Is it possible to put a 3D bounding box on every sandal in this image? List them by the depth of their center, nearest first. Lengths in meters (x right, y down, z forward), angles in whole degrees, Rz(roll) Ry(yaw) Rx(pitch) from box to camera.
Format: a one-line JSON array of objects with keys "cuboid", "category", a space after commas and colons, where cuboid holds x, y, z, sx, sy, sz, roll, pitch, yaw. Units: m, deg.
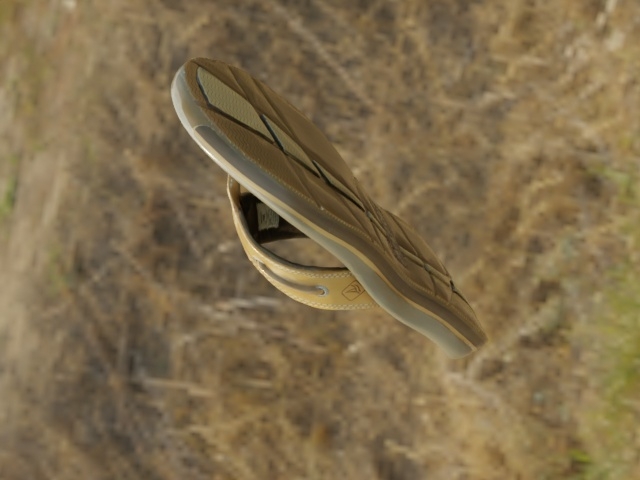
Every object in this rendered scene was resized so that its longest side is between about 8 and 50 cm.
[{"cuboid": [0.000, 0.000, 0.716, 0.049, 0.180, 0.072, -37, 40, 13], "category": "sandal"}]
